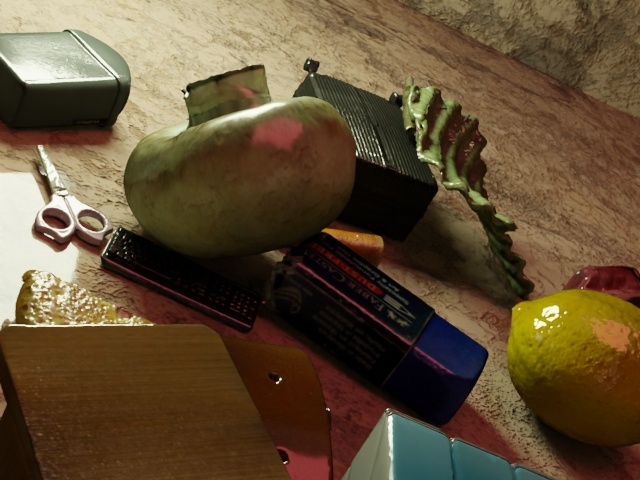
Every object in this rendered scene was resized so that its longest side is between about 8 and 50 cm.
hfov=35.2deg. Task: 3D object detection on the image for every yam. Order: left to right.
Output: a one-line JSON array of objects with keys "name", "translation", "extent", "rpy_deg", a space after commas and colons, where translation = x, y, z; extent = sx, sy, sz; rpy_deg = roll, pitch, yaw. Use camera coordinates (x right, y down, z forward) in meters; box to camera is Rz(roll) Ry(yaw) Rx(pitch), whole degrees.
[{"name": "yam", "translation": [0.172, -0.260, 1.940], "extent": [0.029, 0.027, 0.234], "rpy_deg": [27, 32, -12]}]

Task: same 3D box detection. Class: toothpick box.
[{"name": "toothpick box", "translation": [-0.190, 0.237, 0.797], "extent": [0.190, 0.308, 0.187], "rpy_deg": [4, 38, -39]}]

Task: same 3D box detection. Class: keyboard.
[{"name": "keyboard", "translation": [-0.190, 0.052, 1.405], "extent": [0.230, 0.025, 0.093], "rpy_deg": [26, 31, -9]}]

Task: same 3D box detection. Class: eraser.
[{"name": "eraser", "translation": [0.076, 0.122, 1.458], "extent": [0.332, 0.101, 0.155], "rpy_deg": [35, 27, 6]}]

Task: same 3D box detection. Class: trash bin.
[{"name": "trash bin", "translation": [-0.423, -0.260, 1.615], "extent": [0.176, 0.101, 0.236], "rpy_deg": [46, 33, 24]}]

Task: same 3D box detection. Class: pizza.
[{"name": "pizza", "translation": [-0.250, 0.138, 1.172], "extent": [0.292, 0.058, 0.197], "rpy_deg": [46, 31, 24]}]

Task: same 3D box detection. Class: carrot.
[{"name": "carrot", "translation": [0.000, 0.000, 1.648], "extent": [0.210, 0.061, 0.061], "rpy_deg": [13, 32, -20]}]

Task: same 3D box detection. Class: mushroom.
[{"name": "mushroom", "translation": [-0.115, -0.110, 1.439], "extent": [0.352, 0.352, 0.260], "rpy_deg": [-29, 106, -58]}]

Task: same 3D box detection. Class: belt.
[{"name": "belt", "translation": [-0.076, 0.236, 1.014], "extent": [0.122, 0.217, 0.338], "rpy_deg": [13, 35, -18]}]

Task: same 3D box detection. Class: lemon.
[{"name": "lemon", "translation": [0.416, 0.194, 1.538], "extent": [0.263, 0.235, 0.236], "rpy_deg": [7, 25, 12]}]

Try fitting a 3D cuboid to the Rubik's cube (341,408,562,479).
[{"name": "Rubik's cube", "translation": [0.117, 0.349, 1.003], "extent": [0.225, 0.221, 0.231], "rpy_deg": [24, 28, -11]}]

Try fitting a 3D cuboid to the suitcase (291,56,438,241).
[{"name": "suitcase", "translation": [0.065, -0.171, 1.875], "extent": [0.230, 0.152, 0.335], "rpy_deg": [17, 31, -24]}]

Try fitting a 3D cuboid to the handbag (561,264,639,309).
[{"name": "handbag", "translation": [0.540, 0.131, 1.849], "extent": [0.225, 0.146, 0.135], "rpy_deg": [3, 33, -40]}]

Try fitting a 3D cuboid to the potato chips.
[{"name": "potato chips", "translation": [0.286, -0.099, 1.849], "extent": [0.373, 0.097, 0.389], "rpy_deg": [51, 19, -40]}]

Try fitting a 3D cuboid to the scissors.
[{"name": "scissors", "translation": [-0.370, -0.067, 1.428], "extent": [0.110, 0.021, 0.212], "rpy_deg": [2, 39, -37]}]
